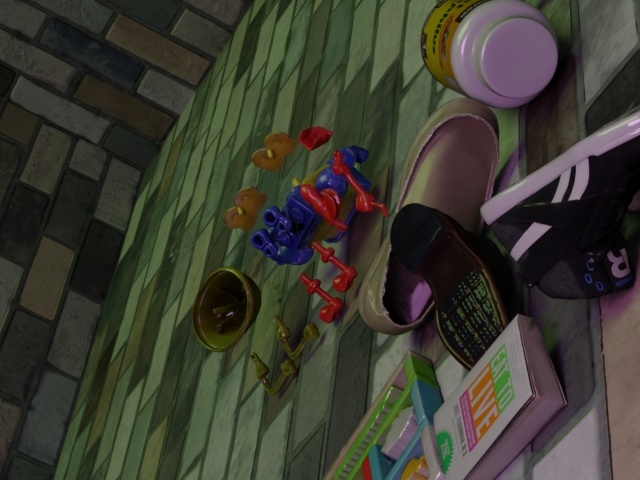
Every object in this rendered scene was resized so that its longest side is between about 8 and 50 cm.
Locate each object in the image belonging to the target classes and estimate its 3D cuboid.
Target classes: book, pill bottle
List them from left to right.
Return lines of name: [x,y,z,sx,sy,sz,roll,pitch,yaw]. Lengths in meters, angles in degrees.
pill bottle: [0.185,-0.207,1.744,0.117,0.117,0.215,-62,14,6]
book: [0.149,0.145,1.384,0.144,0.035,0.096,-56,28,35]

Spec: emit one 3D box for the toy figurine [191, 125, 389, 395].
toy figurine: [0.000,0.000,2.098,0.217,0.191,0.362,-32,-26,-54]

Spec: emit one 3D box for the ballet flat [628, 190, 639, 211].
ballet flat: [0.263,-0.060,1.331,0.188,0.070,0.070,-46,22,58]

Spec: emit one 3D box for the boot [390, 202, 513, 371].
boot: [0.156,0.052,1.504,0.082,0.106,0.219,-51,46,27]

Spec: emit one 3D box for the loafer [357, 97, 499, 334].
loafer: [0.123,-0.016,1.681,0.092,0.102,0.268,-128,56,-73]

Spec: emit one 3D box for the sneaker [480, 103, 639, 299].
sneaker: [0.233,-0.024,1.286,0.079,0.121,0.217,-30,-3,-40]

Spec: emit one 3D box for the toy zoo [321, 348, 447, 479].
toy zoo: [0.063,0.247,1.537,0.192,0.030,0.293,-58,15,18]
